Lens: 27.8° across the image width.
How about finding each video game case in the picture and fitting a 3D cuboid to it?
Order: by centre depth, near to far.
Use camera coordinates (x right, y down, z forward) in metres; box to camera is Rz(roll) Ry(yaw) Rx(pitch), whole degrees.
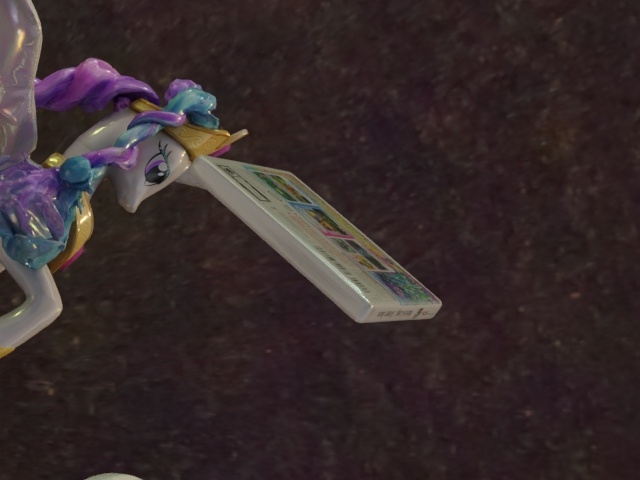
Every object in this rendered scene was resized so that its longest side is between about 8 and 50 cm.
[{"bbox_3d":[0.000,0.000,0.877,0.157,0.143,0.019,41,103,19],"label":"video game case"}]

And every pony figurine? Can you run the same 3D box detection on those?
[{"bbox_3d":[-0.279,-0.076,1.016,0.363,0.303,0.351,-42,93,-17],"label":"pony figurine"}]

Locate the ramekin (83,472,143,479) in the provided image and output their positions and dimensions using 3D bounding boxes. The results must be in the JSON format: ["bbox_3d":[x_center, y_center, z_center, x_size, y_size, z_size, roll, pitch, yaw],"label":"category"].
[{"bbox_3d":[-0.168,0.364,1.239,0.273,0.127,0.272,4,90,-68],"label":"ramekin"}]
